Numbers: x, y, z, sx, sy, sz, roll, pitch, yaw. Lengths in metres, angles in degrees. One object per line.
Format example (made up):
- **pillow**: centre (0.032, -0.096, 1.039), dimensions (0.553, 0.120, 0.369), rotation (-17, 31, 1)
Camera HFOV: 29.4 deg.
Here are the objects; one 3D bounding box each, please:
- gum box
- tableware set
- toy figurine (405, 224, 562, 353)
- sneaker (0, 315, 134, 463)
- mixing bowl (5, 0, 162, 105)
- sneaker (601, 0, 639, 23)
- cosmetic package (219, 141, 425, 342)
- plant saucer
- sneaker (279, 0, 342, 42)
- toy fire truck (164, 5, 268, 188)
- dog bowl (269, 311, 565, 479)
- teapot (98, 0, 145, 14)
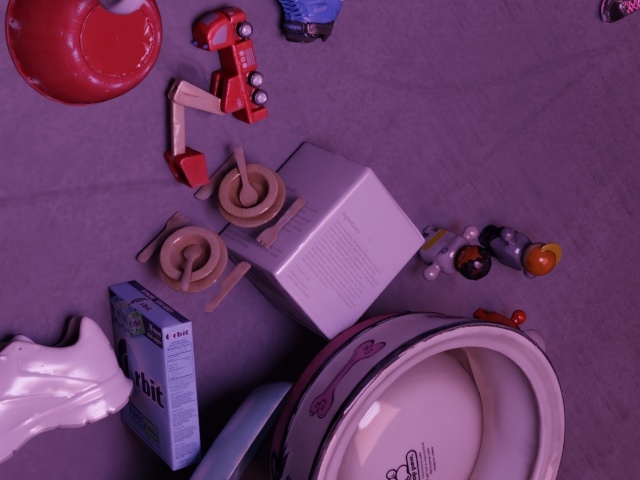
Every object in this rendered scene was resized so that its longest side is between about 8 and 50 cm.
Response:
- **gum box**: centre (-0.201, 0.160, 1.470), dimensions (0.041, 0.157, 0.184), rotation (-13, 113, -29)
- **tableware set**: centre (-0.123, -0.022, 1.478), dimensions (0.194, 0.128, 0.039), rotation (-49, 155, -14)
- **toy figurine**: centre (0.232, 0.082, 1.748), dimensions (0.213, 0.148, 0.209), rotation (3, 104, -35)
- **sneaker**: centre (-0.369, 0.184, 1.413), dimensions (0.297, 0.111, 0.129), rotation (-25, 102, -30)
- **mixing bowl**: centre (-0.244, -0.229, 1.346), dimensions (0.181, 0.098, 0.181), rotation (-12, 112, -30)
- **sneaker**: centre (0.471, -0.361, 1.822), dimensions (0.119, 0.057, 0.047), rotation (-36, 125, -19)
- **cosmetic package**: centre (0.000, 0.000, 1.558), dimensions (0.183, 0.151, 0.151), rotation (-47, 127, -11)
- **plant saucer**: centre (-0.133, 0.302, 1.524), dimensions (0.044, 0.317, 0.317), rotation (32, 85, 4)
- **sneaker**: centre (-0.029, -0.285, 1.487), dimensions (0.152, 0.058, 0.084), rotation (6, 101, -57)
- **toy fire truck**: centre (-0.134, -0.174, 1.472), dimensions (0.135, 0.047, 0.192), rotation (-24, 117, -25)
- **dog bowl**: centre (0.113, 0.272, 1.544), dimensions (0.408, 0.150, 0.408), rotation (-13, 113, -32)
- **teapot**: centre (-0.201, -0.402, 1.239), dimensions (0.252, 0.187, 0.256), rotation (-47, 119, -21)
